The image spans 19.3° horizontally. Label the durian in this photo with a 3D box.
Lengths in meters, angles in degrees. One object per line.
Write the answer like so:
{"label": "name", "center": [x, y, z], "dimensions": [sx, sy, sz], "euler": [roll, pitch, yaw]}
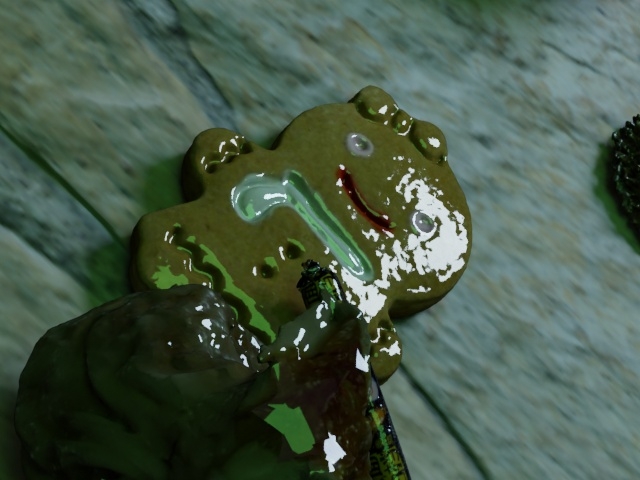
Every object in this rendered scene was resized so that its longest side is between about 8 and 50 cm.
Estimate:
{"label": "durian", "center": [0.230, -0.051, 1.284], "dimensions": [0.066, 0.052, 0.130], "euler": [58, 44, -39]}

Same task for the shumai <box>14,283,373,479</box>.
{"label": "shumai", "center": [-0.050, 0.101, 0.939], "dimensions": [0.166, 0.175, 0.206], "euler": [-33, 83, -28]}

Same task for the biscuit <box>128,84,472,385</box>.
{"label": "biscuit", "center": [0.002, -0.001, 1.125], "dimensions": [0.249, 0.035, 0.184], "euler": [-31, 81, -38]}

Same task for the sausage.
{"label": "sausage", "center": [0.027, 0.104, 1.059], "dimensions": [0.028, 0.025, 0.198], "euler": [-16, 85, -27]}
